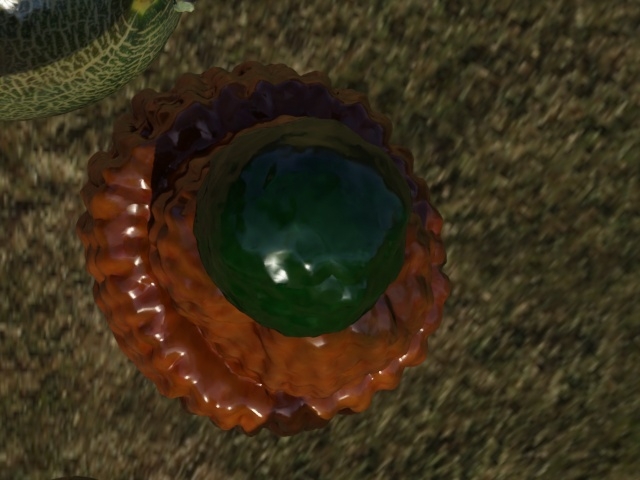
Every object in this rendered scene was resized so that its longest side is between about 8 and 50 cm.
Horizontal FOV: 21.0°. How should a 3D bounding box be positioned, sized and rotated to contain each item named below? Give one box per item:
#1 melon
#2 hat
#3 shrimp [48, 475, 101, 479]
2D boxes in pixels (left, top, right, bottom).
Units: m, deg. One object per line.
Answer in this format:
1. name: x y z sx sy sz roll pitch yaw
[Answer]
1. melon: -0.122 -0.111 0.624 0.192 0.139 0.139 19 65 28
2. hat: 0.000 0.000 1.185 0.285 0.400 0.285 0 89 -22
3. shrimp: -0.162 0.220 1.339 0.095 0.162 0.045 36 105 30
